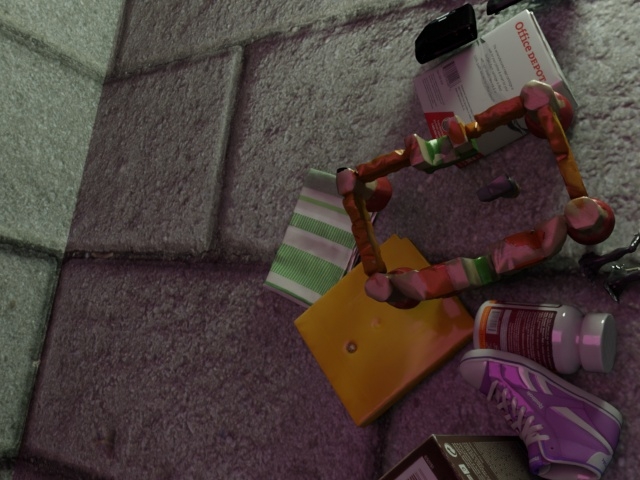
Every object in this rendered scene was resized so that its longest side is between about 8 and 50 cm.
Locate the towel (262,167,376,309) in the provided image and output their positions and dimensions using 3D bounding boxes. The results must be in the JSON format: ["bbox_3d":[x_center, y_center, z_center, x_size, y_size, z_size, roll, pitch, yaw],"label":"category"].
[{"bbox_3d":[0.000,0.000,1.576,0.248,0.038,0.325,20,89,41],"label":"towel"}]

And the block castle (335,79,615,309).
[{"bbox_3d":[0.277,-0.066,1.225,0.453,0.213,0.303,-23,76,23],"label":"block castle"}]

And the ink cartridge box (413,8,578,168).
[{"bbox_3d":[0.353,-0.305,1.349,0.273,0.114,0.197,-28,60,28],"label":"ink cartridge box"}]

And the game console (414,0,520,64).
[{"bbox_3d":[0.366,-0.483,1.376,0.361,0.044,0.213,-22,24,23],"label":"game console"}]

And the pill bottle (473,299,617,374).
[{"bbox_3d":[0.394,0.171,1.162,0.221,0.121,0.121,1,76,38],"label":"pill bottle"}]

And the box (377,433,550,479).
[{"bbox_3d":[0.233,0.417,1.040,0.191,0.381,0.143,-47,55,17],"label":"box"}]

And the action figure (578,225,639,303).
[{"bbox_3d":[0.571,0.005,1.058,0.275,0.164,0.141,-39,25,30],"label":"action figure"}]

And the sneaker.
[{"bbox_3d":[0.343,0.293,1.094,0.282,0.102,0.161,22,50,25],"label":"sneaker"}]

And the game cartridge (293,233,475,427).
[{"bbox_3d":[0.132,0.181,1.385,0.323,0.052,0.285,-41,58,10],"label":"game cartridge"}]
